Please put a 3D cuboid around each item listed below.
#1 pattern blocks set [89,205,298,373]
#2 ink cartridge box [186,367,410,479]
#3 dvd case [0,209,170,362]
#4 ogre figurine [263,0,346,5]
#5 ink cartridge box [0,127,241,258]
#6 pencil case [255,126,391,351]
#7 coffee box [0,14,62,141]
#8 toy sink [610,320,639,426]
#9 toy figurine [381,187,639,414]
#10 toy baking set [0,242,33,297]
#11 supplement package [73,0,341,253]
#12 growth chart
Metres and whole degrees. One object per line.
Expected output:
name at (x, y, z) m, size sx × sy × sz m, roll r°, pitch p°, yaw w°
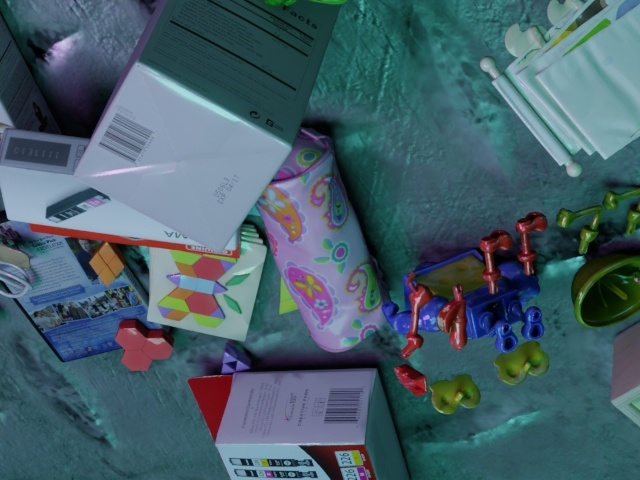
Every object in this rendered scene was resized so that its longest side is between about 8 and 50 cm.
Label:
pattern blocks set at (-0.153, 0.050, 1.936) m, size 0.285 × 0.026 × 0.325 m, roll 0°, pitch 128°, yaw 7°
ink cartridge box at (-0.031, 0.322, 2.064) m, size 0.272 × 0.130 × 0.309 m, roll -3°, pitch 135°, yaw 16°
dvd case at (-0.337, 0.053, 2.005) m, size 0.180 × 0.022 × 0.253 m, roll -15°, pitch 125°, yaw 25°
ogre figurine at (0.042, -0.293, 1.551) m, size 0.197 × 0.118 × 0.097 m, roll -33°, pitch 107°, yaw 26°
ink cartridge box at (-0.229, -0.031, 1.773) m, size 0.275 × 0.060 × 0.239 m, roll 7°, pitch 150°, yaw 1°
pencil case at (0.000, 0.000, 1.818) m, size 0.124 × 0.124 × 0.284 m, roll -8°, pitch 128°, yaw 20°
coffee box at (-0.425, -0.183, 1.776) m, size 0.141 × 0.098 × 0.246 m, roll -10°, pitch 127°, yaw 19°
toy sink at (0.490, 0.192, 1.841) m, size 0.234 × 0.131 × 0.153 m, roll 39°, pitch 128°, yaw -19°
toy figurine at (0.198, 0.037, 1.793) m, size 0.362 × 0.217 × 0.191 m, roll -22°, pitch 115°, yaw -23°
toy baking set at (-0.484, 0.030, 2.002) m, size 0.197 × 0.030 × 0.256 m, roll 37°, pitch 138°, yaw -14°
supplement package at (-0.111, -0.169, 1.581) m, size 0.175 × 0.293 × 0.177 m, roll 28°, pitch 131°, yaw -10°
growth chart at (0.292, -0.176, 1.482) m, size 0.237 × 0.021 × 0.172 m, roll -30°, pitch 85°, yaw 0°
